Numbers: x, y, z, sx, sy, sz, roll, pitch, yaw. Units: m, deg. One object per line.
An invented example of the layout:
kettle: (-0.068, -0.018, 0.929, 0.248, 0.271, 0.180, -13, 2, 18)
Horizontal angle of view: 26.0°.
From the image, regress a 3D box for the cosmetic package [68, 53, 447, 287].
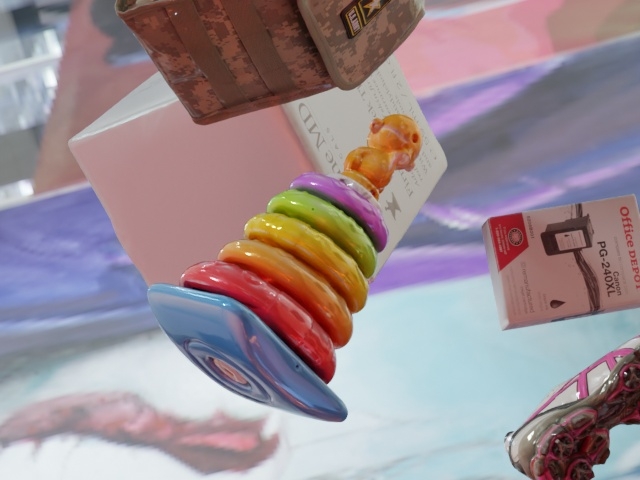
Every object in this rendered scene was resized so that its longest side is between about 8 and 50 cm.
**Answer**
cosmetic package: (-0.071, -0.119, 1.947, 0.329, 0.327, 0.393, 62, -150, -16)

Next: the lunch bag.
lunch bag: (-0.038, -0.257, 1.401, 0.235, 0.287, 0.169, 59, -161, -64)

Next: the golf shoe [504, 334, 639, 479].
golf shoe: (0.226, 0.122, 1.111, 0.067, 0.186, 0.086, 60, 167, -21)

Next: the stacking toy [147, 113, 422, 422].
stacking toy: (0.000, 0.000, 1.257, 0.166, 0.302, 0.175, 8, 148, 53)

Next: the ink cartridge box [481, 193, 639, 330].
ink cartridge box: (0.244, 0.021, 1.364, 0.063, 0.150, 0.109, 93, 167, -79)
